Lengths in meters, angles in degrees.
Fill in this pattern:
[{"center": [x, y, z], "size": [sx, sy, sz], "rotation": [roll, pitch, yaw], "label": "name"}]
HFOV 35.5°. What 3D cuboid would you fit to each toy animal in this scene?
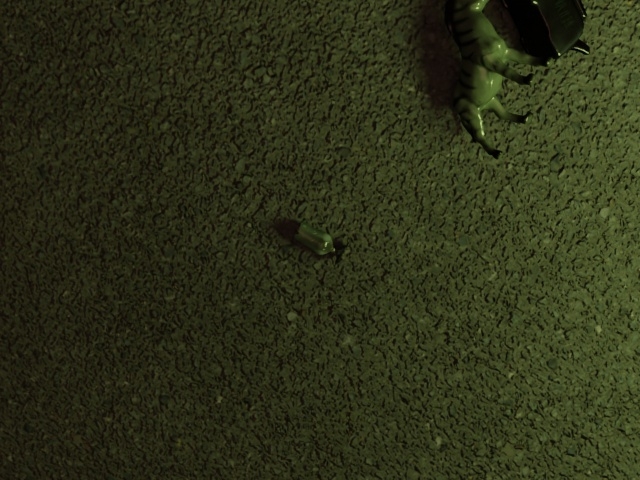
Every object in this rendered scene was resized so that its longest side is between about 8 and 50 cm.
[{"center": [0.230, -0.244, 1.425], "size": [0.176, 0.073, 0.217], "rotation": [33, 130, 26], "label": "toy animal"}]

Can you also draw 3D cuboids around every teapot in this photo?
[{"center": [0.324, -0.330, 1.401], "size": [0.096, 0.087, 0.177], "rotation": [-34, 105, -10], "label": "teapot"}]

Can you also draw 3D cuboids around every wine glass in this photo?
[{"center": [0.000, 0.000, 1.539], "size": [0.083, 0.039, 0.042], "rotation": [31, 108, -3], "label": "wine glass"}]
